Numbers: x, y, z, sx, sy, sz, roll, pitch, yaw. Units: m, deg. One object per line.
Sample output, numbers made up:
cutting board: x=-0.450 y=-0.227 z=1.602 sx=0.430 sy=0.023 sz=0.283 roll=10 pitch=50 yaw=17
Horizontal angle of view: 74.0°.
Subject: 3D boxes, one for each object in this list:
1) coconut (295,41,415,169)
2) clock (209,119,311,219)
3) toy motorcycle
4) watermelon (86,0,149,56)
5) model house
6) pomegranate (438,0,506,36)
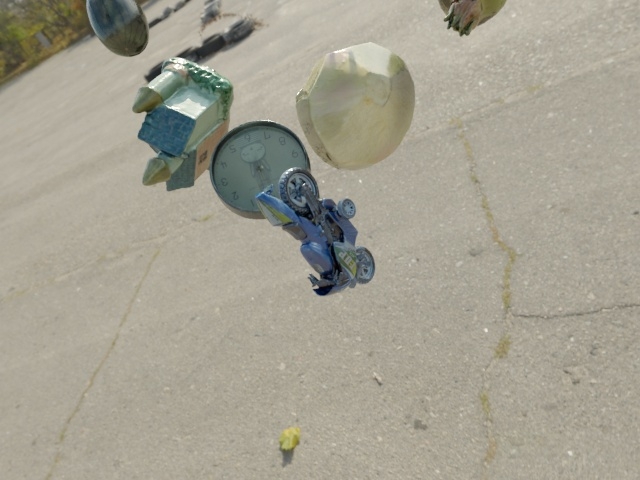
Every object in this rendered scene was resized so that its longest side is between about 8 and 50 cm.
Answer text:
coconut: x=0.099 y=-0.365 z=1.175 sx=0.352 sy=0.353 sz=0.353 roll=-20 pitch=38 yaw=17
clock: x=-0.128 y=-0.152 z=0.896 sx=0.214 sy=0.042 sz=0.215 roll=-1 pitch=76 yaw=4
toy motorcycle: x=0.000 y=0.000 z=0.687 sx=0.092 sy=0.254 sz=0.136 roll=-12 pitch=35 yaw=48
watermelon: x=-0.298 y=-0.326 z=0.625 sx=0.078 sy=0.111 sz=0.078 roll=-25 pitch=-2 yaw=-1
model house: x=-0.375 y=-0.252 z=1.044 sx=0.194 sy=0.267 sz=0.325 roll=24 pitch=48 yaw=-1
pomegranate: x=0.454 y=-0.721 z=1.242 sx=0.203 sy=0.222 sz=0.277 roll=-20 pitch=51 yaw=27
